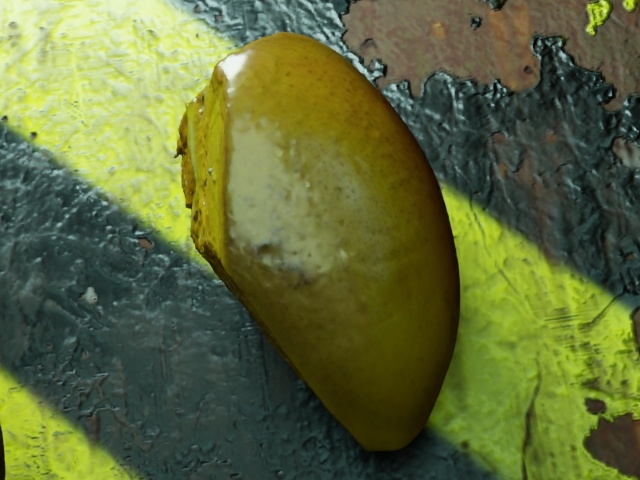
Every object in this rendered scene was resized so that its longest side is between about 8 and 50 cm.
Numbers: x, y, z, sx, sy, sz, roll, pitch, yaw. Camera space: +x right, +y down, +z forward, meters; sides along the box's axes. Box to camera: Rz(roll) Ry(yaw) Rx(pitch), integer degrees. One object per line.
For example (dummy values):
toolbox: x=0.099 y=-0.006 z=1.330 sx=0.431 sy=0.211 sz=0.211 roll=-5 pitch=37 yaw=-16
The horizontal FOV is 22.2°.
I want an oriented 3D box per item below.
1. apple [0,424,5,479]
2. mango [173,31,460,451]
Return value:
apple: x=-0.390 y=0.182 z=1.234 sx=0.306 sy=0.235 sz=0.305 roll=-1 pitch=72 yaw=3
mango: x=0.000 y=0.000 z=1.297 sx=0.199 sy=0.201 sz=0.350 roll=-32 pitch=76 yaw=24
